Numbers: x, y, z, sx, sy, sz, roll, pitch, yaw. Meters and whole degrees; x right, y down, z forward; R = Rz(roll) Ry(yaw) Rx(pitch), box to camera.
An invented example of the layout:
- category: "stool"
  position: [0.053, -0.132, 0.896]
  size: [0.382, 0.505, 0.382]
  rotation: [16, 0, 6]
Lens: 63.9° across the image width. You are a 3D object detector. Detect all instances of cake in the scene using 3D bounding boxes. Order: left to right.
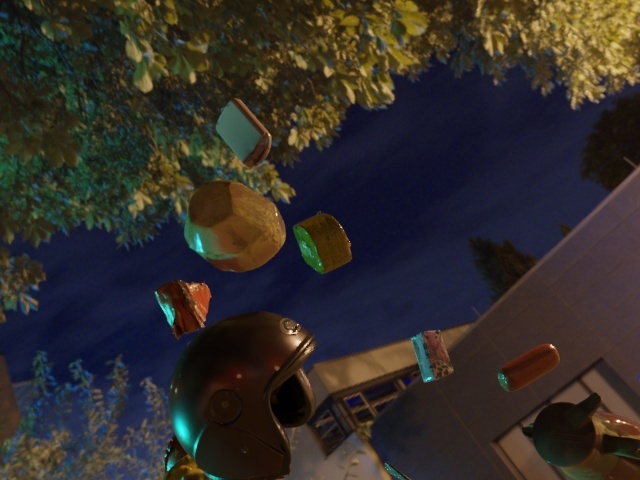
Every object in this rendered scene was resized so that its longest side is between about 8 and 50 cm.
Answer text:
- category: "cake"
  position: [-0.345, 0.143, 1.292]
  size: [0.098, 0.135, 0.287]
  rotation: [-32, 13, -3]
- category: "cake"
  position: [0.000, 0.000, 1.838]
  size: [0.156, 0.260, 0.179]
  rotation: [-22, -70, -18]

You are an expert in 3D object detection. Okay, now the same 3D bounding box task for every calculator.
- category: "calculator"
  position: [-0.181, -0.250, 1.187]
  size: [0.032, 0.175, 0.100]
  rotation: [-10, -34, -54]

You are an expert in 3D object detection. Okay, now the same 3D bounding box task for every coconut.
- category: "coconut"
  position: [-0.200, -0.024, 1.214]
  size: [0.197, 0.237, 0.237]
  rotation: [-58, -22, -20]

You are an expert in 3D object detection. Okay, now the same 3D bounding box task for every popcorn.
- category: "popcorn"
  position: [-0.293, 0.610, 1.206]
  size: [0.198, 0.197, 0.155]
  rotation: [-32, 13, -9]

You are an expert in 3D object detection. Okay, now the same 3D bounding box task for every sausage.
- category: "sausage"
  position: [0.480, 0.291, 1.179]
  size: [0.154, 0.062, 0.062]
  rotation: [-25, -30, -13]

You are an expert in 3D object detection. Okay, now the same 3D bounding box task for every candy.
- category: "candy"
  position: [0.376, 0.385, 1.719]
  size: [0.092, 0.160, 0.073]
  rotation: [-5, -20, -30]

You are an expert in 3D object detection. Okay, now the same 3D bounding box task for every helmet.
- category: "helmet"
  position: [-0.092, 0.193, 0.656]
  size: [0.216, 0.193, 0.189]
  rotation: [-54, -7, 9]

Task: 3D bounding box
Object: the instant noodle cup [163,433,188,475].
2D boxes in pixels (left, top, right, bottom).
- category: "instant noodle cup"
  position: [-0.342, 0.705, 1.620]
  size: [0.250, 0.192, 0.250]
  rotation: [-8, -78, -38]

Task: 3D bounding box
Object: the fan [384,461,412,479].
- category: "fan"
  position: [0.314, 0.789, 1.627]
  size: [0.023, 0.282, 0.057]
  rotation: [-36, -55, -30]

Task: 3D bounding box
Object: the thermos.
- category: "thermos"
  position: [0.436, 0.322, 0.766]
  size: [0.265, 0.145, 0.176]
  rotation: [33, -30, -32]
